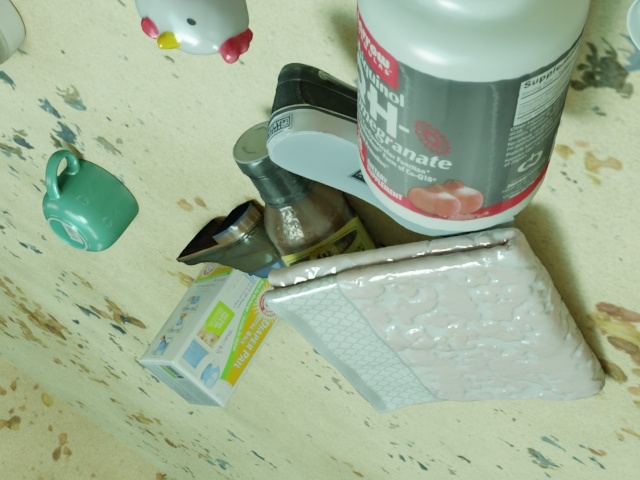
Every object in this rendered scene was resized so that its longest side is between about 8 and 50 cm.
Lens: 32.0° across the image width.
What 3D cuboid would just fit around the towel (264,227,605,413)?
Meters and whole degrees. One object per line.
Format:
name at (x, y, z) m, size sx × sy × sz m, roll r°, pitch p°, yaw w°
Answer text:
towel at (0.141, 0.111, 1.319) m, size 0.317 × 0.053 × 0.332 m, roll -10°, pitch 143°, yaw 26°

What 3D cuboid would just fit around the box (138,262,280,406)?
box at (-0.153, 0.131, 1.651) m, size 0.114 × 0.203 × 0.103 m, roll 45°, pitch 152°, yaw -25°

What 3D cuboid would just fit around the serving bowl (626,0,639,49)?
serving bowl at (0.280, -0.169, 0.858) m, size 0.083 × 0.027 × 0.083 m, roll 25°, pitch 152°, yaw 14°

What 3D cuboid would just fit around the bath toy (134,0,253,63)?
bath toy at (-0.109, -0.250, 0.837) m, size 0.129 × 0.151 × 0.348 m, roll 60°, pitch 168°, yaw 22°

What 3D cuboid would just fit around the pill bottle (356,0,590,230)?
pill bottle at (0.116, -0.159, 0.890) m, size 0.176 × 0.176 × 0.318 m, roll 25°, pitch 152°, yaw 16°

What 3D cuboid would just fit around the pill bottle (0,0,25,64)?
pill bottle at (-0.525, -0.185, 1.386) m, size 0.188 × 0.334 × 0.188 m, roll 27°, pitch 153°, yaw 14°

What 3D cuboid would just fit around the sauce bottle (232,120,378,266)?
sauce bottle at (0.000, 0.000, 1.363) m, size 0.111 × 0.111 × 0.344 m, roll 9°, pitch 146°, yaw 40°

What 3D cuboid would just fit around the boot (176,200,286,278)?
boot at (-0.123, 0.023, 1.574) m, size 0.106 × 0.082 × 0.219 m, roll 44°, pitch 150°, yaw -15°

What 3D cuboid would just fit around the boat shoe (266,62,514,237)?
boat shoe at (0.078, -0.089, 1.132) m, size 0.306 × 0.105 × 0.113 m, roll 19°, pitch 150°, yaw -28°

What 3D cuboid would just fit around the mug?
mug at (-0.368, -0.053, 1.700) m, size 0.158 × 0.097 × 0.129 m, roll 39°, pitch 153°, yaw -13°
